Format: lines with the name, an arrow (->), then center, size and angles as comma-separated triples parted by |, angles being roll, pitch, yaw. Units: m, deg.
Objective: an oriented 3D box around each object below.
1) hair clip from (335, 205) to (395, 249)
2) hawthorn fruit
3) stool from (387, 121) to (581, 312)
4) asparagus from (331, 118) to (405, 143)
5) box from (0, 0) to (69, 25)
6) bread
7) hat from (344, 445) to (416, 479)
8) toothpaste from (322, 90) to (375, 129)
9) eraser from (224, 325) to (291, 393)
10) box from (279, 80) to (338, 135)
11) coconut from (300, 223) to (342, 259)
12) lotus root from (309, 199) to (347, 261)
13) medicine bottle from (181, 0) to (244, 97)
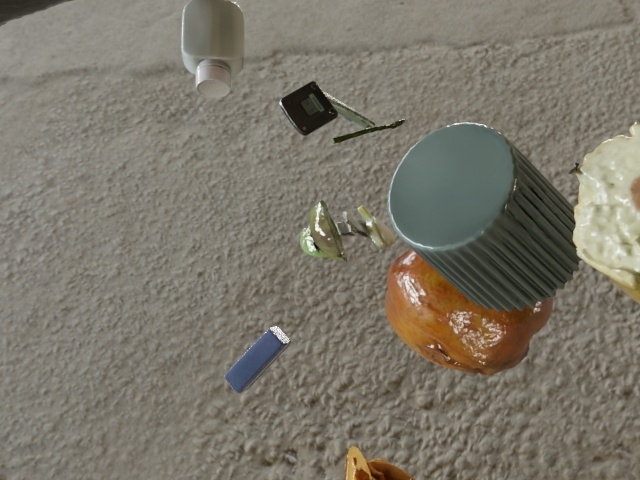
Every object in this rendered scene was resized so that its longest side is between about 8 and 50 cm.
hair clip -> 0.153, -0.040, 1.748 | 0.219, 0.071, 0.159 | 19, 42, -32
hawthorn fruit -> 0.416, 0.175, 1.562 | 0.472, 0.471, 0.471 | -4, 50, 5
stool -> 0.318, -0.044, 1.055 | 0.297, 0.330, 0.297 | -18, 58, 32
asparagus -> 0.100, -0.224, 1.112 | 0.163, 0.016, 0.016 | -16, 11, -11
box -> -0.305, -0.320, 0.422 | 0.350, 0.359, 0.091 | -13, 72, 12
bread -> 0.366, -0.027, 0.566 | 0.211, 0.224, 0.183 | 36, 98, 14
hat -> 0.198, 0.640, 1.345 | 0.233, 0.233, 0.244 | 4, 37, -15
toothpaste -> 0.076, -0.421, 1.750 | 0.239, 0.039, 0.062 | 24, 49, -28
eraser -> -0.194, 0.367, 1.670 | 0.225, 0.036, 0.082 | -47, 62, -4
box -> -0.033, -0.357, 1.462 | 0.125, 0.027, 0.126 | -33, 82, -13
coconut -> -0.001, -0.004, 1.779 | 0.158, 0.055, 0.133 | -21, 58, 17
lotus root -> 0.010, -0.017, 1.573 | 0.078, 0.183, 0.203 | -23, 43, 6
medicine bottle -> -0.205, -0.370, 1.038 | 0.119, 0.069, 0.183 | 0, 71, -11
